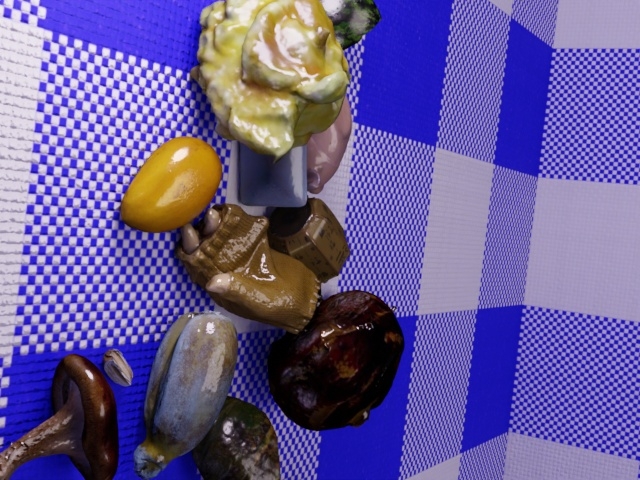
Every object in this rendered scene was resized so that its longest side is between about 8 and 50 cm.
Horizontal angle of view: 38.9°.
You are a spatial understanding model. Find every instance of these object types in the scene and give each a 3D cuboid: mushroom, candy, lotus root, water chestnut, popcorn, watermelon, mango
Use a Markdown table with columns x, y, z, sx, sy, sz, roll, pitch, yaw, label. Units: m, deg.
| x | y | z | sx | sy | sz | roll | pitch | yaw | label |
| --- | --- | --- | --- | --- | --- | --- | --- | --- | --- |
| -0.424 | 0.304 | 1.401 | 0.217 | 0.148 | 0.227 | -16 | 106 | -40 | mushroom |
| -0.095 | -0.154 | 1.828 | 0.071 | 0.138 | 0.174 | -54 | 145 | -78 | candy |
| -0.240 | 0.284 | 1.651 | 0.139 | 0.158 | 0.322 | 23 | 81 | -33 | lotus root |
| 0.013 | 0.234 | 1.978 | 0.335 | 0.347 | 0.335 | -43 | 165 | -15 | water chestnut |
| -0.087 | -0.305 | 1.673 | 0.336 | 0.274 | 0.279 | 67 | 14 | 3 | popcorn |
| -0.354 | 0.217 | 1.568 | 0.037 | 0.030 | 0.083 | -95 | 168 | -46 | lotus root |
| 0.018 | -0.480 | 1.976 | 0.145 | 0.193 | 0.137 | -61 | -172 | -30 | watermelon |
| -0.264 | -0.093 | 1.587 | 0.219 | 0.112 | 0.145 | -43 | 133 | -31 | mango |

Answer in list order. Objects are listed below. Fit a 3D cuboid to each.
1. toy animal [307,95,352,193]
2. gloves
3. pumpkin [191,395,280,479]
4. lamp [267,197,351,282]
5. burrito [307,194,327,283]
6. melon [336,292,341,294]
| x | y | z | sx | sy | sz | roll | pitch | yaw | label |
| --- | --- | --- | --- | --- | --- | --- | --- | --- | --- |
| -0.015 | -0.226 | 1.928 | 0.166 | 0.153 | 0.250 | 3 | 97 | -68 | toy animal |
| -0.142 | 0.064 | 1.762 | 0.356 | 0.155 | 0.203 | 42 | 41 | -38 | gloves |
| -0.169 | 0.431 | 1.775 | 0.163 | 0.111 | 0.279 | 18 | 62 | -43 | pumpkin |
| -0.028 | 0.000 | 1.950 | 0.185 | 0.161 | 0.161 | 56 | 50 | -46 | lamp |
| -0.002 | 0.000 | 2.087 | 0.058 | 0.063 | 0.230 | -87 | 166 | -61 | burrito |
| 0.060 | 0.177 | 2.194 | 0.130 | 0.098 | 0.098 | 42 | 60 | -53 | melon |
